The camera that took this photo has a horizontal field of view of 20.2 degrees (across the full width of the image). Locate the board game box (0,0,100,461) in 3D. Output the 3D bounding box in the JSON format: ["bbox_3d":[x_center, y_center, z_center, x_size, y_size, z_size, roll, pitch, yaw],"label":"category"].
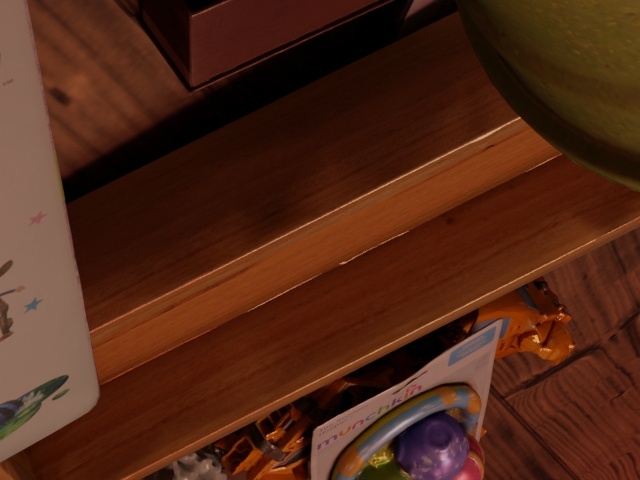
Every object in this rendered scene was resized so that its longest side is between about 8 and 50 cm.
[{"bbox_3d":[-0.145,-0.088,0.389,0.097,0.224,0.303,-27,157,-14],"label":"board game box"}]

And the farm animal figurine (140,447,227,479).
[{"bbox_3d":[-0.202,0.276,1.112,0.327,0.172,0.330,-26,156,-21],"label":"farm animal figurine"}]

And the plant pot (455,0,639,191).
[{"bbox_3d":[0.092,-0.176,0.539,0.276,0.276,0.254,-42,145,19],"label":"plant pot"}]

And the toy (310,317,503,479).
[{"bbox_3d":[0.063,0.151,1.155,0.137,0.056,0.237,-30,158,-16],"label":"toy"}]

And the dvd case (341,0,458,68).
[{"bbox_3d":[0.114,-0.114,0.962,0.253,0.022,0.180,-20,154,-32],"label":"dvd case"}]

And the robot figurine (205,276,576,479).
[{"bbox_3d":[0.037,0.086,1.176,0.291,0.085,0.211,-4,142,-51],"label":"robot figurine"}]

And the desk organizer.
[{"bbox_3d":[-0.010,-0.117,0.752,0.130,0.047,0.050,-27,154,-18],"label":"desk organizer"}]

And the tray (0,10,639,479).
[{"bbox_3d":[0.000,0.000,0.918,0.411,0.076,0.203,-26,156,-4],"label":"tray"}]
